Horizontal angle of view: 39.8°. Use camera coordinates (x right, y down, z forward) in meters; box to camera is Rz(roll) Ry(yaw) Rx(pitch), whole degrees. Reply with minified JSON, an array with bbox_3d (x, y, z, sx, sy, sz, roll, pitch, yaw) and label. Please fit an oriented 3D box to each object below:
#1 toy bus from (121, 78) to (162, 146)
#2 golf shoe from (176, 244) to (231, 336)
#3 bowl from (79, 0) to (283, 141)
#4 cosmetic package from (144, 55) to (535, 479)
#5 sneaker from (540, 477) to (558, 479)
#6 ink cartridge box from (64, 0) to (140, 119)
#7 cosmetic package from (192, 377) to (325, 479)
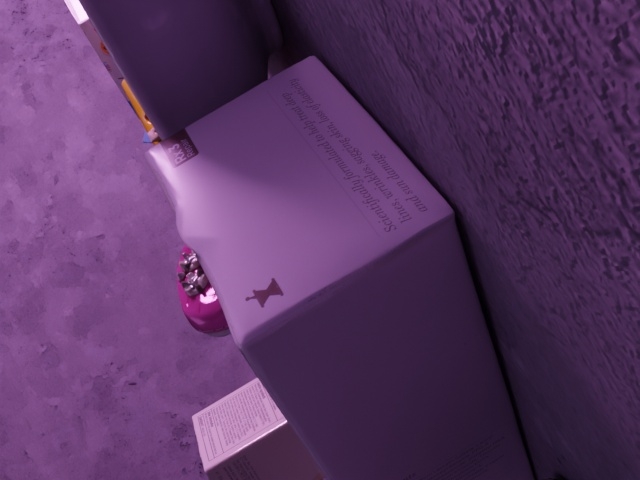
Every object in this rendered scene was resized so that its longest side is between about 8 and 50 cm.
[{"bbox_3d":[-0.198,-0.168,1.254,0.202,0.104,0.191,21,117,32],"label":"toy bus"},{"bbox_3d":[-0.053,0.002,0.903,0.140,0.115,0.306,62,-153,-31],"label":"golf shoe"},{"bbox_3d":[-0.123,-0.198,0.755,0.298,0.134,0.298,60,176,6],"label":"bowl"},{"bbox_3d":[0.030,0.078,0.697,0.217,0.156,0.385,56,173,42],"label":"cosmetic package"},{"bbox_3d":[0.129,0.241,0.536,0.106,0.162,0.281,60,176,6],"label":"sneaker"},{"bbox_3d":[-0.293,-0.355,1.427,0.168,0.171,0.233,57,175,34],"label":"ink cartridge box"},{"bbox_3d":[-0.014,0.241,1.236,0.113,0.309,0.160,63,176,-22],"label":"cosmetic package"}]
